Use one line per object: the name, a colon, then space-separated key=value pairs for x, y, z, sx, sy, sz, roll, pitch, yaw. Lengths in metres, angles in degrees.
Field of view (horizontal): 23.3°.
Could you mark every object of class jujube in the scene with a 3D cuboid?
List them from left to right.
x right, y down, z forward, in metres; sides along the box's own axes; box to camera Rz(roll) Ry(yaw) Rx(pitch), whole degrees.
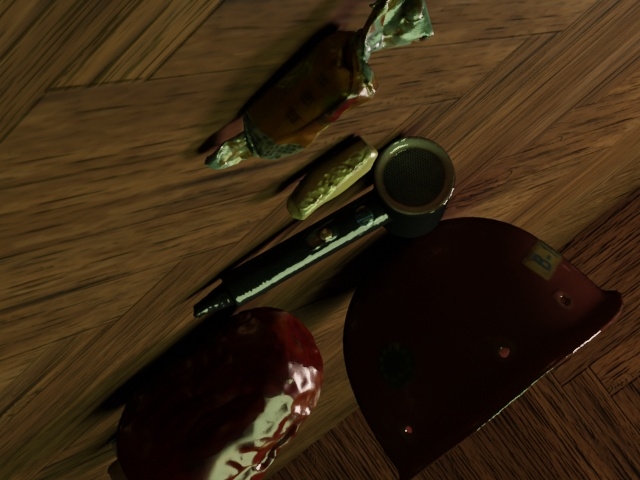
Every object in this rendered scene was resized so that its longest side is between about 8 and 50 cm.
jujube: x=-0.097 y=0.168 z=1.524 sx=0.230 sy=0.155 sz=0.155 roll=-41 pitch=170 yaw=18

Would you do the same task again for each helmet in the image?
helmet: x=0.159 y=0.092 z=1.821 sx=0.337 sy=0.230 sz=0.385 roll=-42 pitch=177 yaw=25

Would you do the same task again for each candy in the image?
candy: x=0.001 y=-0.089 z=0.930 sx=0.182 sy=0.046 sz=0.053 roll=-40 pitch=168 yaw=33

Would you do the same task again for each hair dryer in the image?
hair dryer: x=0.000 y=0.000 z=1.359 sx=0.255 sy=0.070 sz=0.128 roll=-29 pitch=171 yaw=-2

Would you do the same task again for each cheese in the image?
cheese: x=0.007 y=-0.047 z=1.202 sx=0.083 sy=0.030 sz=0.044 roll=-41 pitch=165 yaw=-8

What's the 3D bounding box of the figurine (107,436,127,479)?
figurine: x=-0.132 y=0.247 z=1.790 sx=0.162 sy=0.141 sz=0.236 roll=-37 pitch=172 yaw=32
